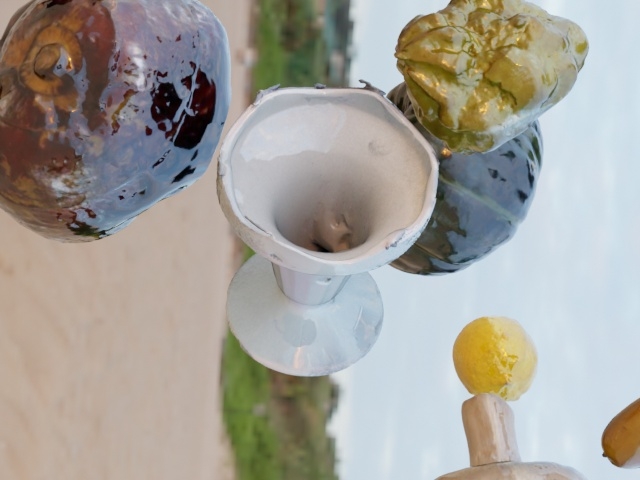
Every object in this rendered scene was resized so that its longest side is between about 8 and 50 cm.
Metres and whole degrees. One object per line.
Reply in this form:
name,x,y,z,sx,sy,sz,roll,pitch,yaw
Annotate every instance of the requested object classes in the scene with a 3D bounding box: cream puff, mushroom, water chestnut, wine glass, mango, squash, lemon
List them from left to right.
water chestnut,-0.220,-0.131,1.758,0.289,0.244,0.289,-54,-162,26
wine glass,0.000,0.000,1.306,0.196,0.165,0.165,96,-3,-53
squash,0.118,-0.067,1.665,0.172,0.218,0.218,52,15,-21
cream puff,0.117,-0.135,1.292,0.146,0.116,0.146,-40,-167,11
lemon,0.237,0.158,2.359,0.155,0.114,0.114,-105,-162,-63
mushroom,0.205,0.278,1.960,0.207,0.207,0.215,99,-13,-62
mango,0.348,0.201,1.859,0.114,0.080,0.060,-45,-128,29
